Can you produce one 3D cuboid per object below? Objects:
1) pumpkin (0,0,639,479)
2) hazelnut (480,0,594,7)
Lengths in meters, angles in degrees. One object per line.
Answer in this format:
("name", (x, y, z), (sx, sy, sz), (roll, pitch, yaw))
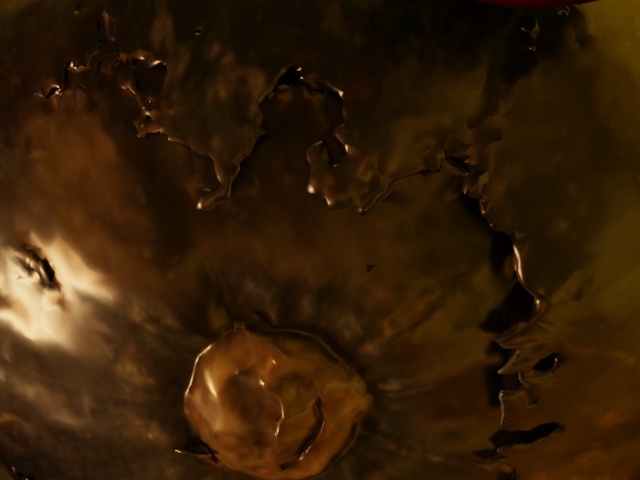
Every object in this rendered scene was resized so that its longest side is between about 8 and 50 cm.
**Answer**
("pumpkin", (0.000, 0.000, 0.674), (0.454, 0.454, 0.344), (-16, -161, 24))
("hazelnut", (0.098, -0.170, 0.418), (0.208, 0.208, 0.208), (-13, -117, 26))
